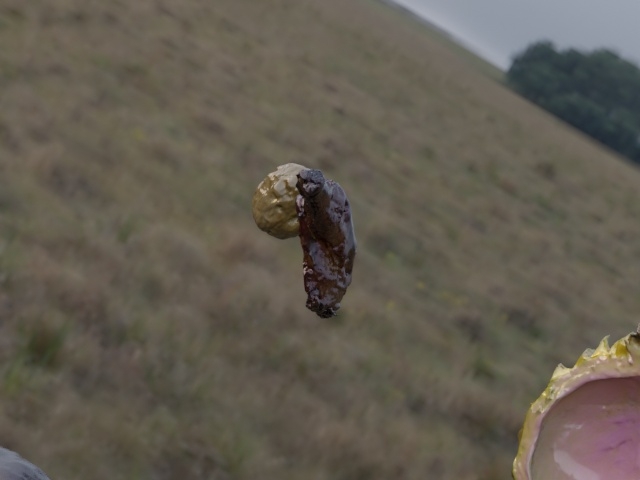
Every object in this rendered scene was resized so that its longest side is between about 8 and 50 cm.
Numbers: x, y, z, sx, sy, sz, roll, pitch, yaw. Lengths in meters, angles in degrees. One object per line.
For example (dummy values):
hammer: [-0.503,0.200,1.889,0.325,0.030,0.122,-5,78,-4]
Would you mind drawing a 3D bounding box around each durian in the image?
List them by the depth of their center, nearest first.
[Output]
durian: [0.286,0.236,1.456,0.195,0.185,0.305,10,65,-52]

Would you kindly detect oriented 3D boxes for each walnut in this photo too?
walnut: [-0.033,-0.047,1.962,0.079,0.096,0.082,31,24,-38]

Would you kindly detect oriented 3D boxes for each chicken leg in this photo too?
chicken leg: [0.001,-0.004,1.493,0.053,0.205,0.093,1,43,13]

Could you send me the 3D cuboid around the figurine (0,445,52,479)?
figurine: [-0.244,0.272,1.426,0.138,0.110,0.245,11,-40,33]
